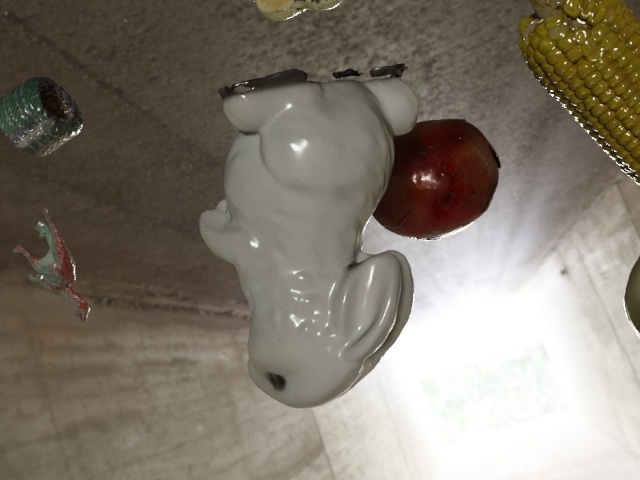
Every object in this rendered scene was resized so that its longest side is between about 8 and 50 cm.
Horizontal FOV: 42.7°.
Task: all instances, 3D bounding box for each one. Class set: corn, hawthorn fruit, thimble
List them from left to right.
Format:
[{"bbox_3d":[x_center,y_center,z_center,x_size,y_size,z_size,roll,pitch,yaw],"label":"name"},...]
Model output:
[{"bbox_3d":[-0.466,-0.207,1.356,0.090,0.118,0.135,-34,-175,13],"label":"thimble"},{"bbox_3d":[0.136,-0.075,1.157,0.235,0.181,0.181,-22,171,-18],"label":"hawthorn fruit"},{"bbox_3d":[0.327,-0.151,0.863,0.119,0.322,0.119,-45,-172,8],"label":"corn"}]

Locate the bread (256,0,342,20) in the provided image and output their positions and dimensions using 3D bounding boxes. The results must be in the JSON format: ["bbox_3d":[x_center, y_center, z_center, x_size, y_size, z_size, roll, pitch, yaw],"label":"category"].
[{"bbox_3d":[-0.024,-0.531,1.498,0.316,0.316,0.054,-23,149,18],"label":"bread"}]

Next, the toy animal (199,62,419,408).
[{"bbox_3d":[0.000,0.000,0.885,0.257,0.358,0.194,-10,-179,8],"label":"toy animal"}]

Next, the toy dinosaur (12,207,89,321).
[{"bbox_3d":[-0.466,0.036,1.456,0.053,0.167,0.242,-50,174,-44],"label":"toy dinosaur"}]

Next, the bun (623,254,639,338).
[{"bbox_3d":[0.775,0.108,1.622,0.326,0.362,0.234,-25,-149,3],"label":"bun"}]
